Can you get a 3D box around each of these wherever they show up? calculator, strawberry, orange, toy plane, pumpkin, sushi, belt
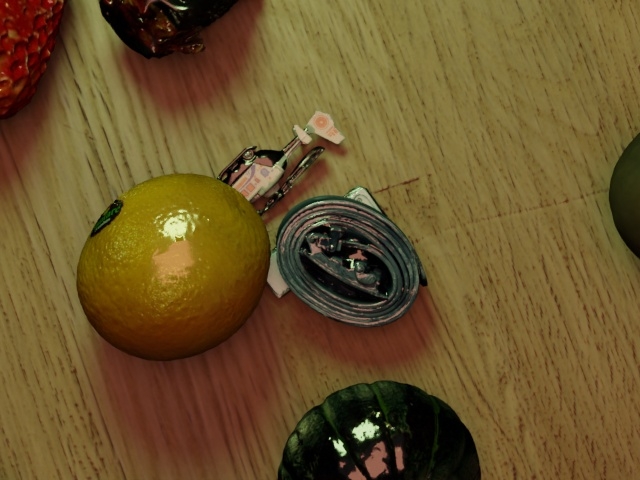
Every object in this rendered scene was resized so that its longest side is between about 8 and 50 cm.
[{"bbox_3d":[0.000,0.000,1.932,0.172,0.018,0.057,-38,86,-3],"label":"calculator"},{"bbox_3d":[-0.396,-0.270,1.878,0.205,0.205,0.244,38,75,3],"label":"strawberry"},{"bbox_3d":[-0.172,0.030,1.831,0.236,0.236,0.236,0,85,0],"label":"orange"},{"bbox_3d":[-0.062,-0.091,1.928,0.197,0.053,0.078,-43,94,-2],"label":"toy plane"},{"bbox_3d":[0.071,0.293,1.816,0.250,0.216,0.249,-6,117,-11],"label":"pumpkin"},{"bbox_3d":[-0.182,-0.298,1.885,0.150,0.172,0.153,-37,110,18],"label":"sushi"},{"bbox_3d":[0.037,0.027,1.885,0.190,0.082,0.141,33,97,-7],"label":"belt"}]

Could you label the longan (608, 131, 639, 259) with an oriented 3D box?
[{"bbox_3d":[0.490,-0.052,1.831,0.300,0.243,0.300,3,122,5],"label":"longan"}]
